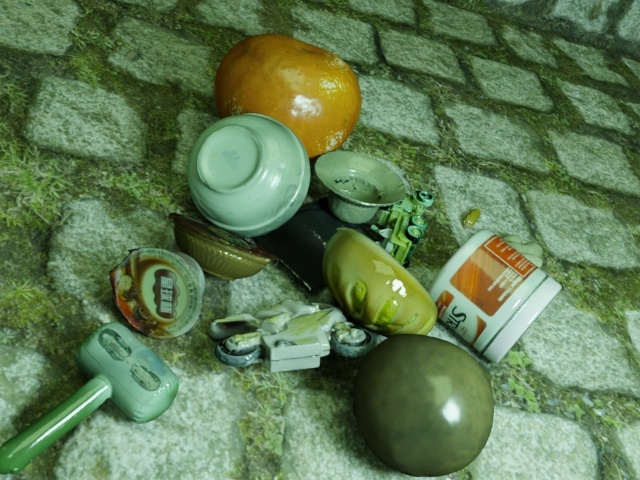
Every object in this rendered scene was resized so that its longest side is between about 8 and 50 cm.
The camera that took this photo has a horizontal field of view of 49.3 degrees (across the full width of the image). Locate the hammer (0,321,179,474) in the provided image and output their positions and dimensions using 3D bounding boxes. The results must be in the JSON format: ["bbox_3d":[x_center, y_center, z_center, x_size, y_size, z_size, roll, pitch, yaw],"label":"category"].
[{"bbox_3d":[-0.432,0.303,1.259,0.206,0.119,0.335,39,50,16],"label":"hammer"}]

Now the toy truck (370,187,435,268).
[{"bbox_3d":[0.219,-0.048,1.907,0.135,0.128,0.259,24,41,6],"label":"toy truck"}]

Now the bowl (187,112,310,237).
[{"bbox_3d":[-0.191,-0.173,1.693,0.307,0.307,0.163,41,2,18],"label":"bowl"}]

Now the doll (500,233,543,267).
[{"bbox_3d":[0.529,0.054,1.970,0.278,0.175,0.149,-18,93,-47],"label":"doll"}]

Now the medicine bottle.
[{"bbox_3d":[0.417,0.133,1.714,0.241,0.253,0.252,40,44,18],"label":"medicine bottle"}]

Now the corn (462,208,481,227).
[{"bbox_3d":[0.458,-0.069,2.108,0.037,0.037,0.092,36,40,13],"label":"corn"}]

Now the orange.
[{"bbox_3d":[-0.093,-0.389,1.963,0.423,0.326,0.424,16,25,-8],"label":"orange"}]

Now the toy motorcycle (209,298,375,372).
[{"bbox_3d":[-0.065,0.197,1.512,0.340,0.108,0.223,-4,25,-13],"label":"toy motorcycle"}]

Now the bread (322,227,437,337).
[{"bbox_3d":[0.125,0.117,1.583,0.333,0.333,0.160,42,88,19],"label":"bread"}]

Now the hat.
[{"bbox_3d":[0.090,-0.121,1.879,0.257,0.130,0.257,12,36,-9],"label":"hat"}]

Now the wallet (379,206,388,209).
[{"bbox_3d":[0.211,-0.142,2.066,0.088,0.026,0.129,9,51,-16],"label":"wallet"}]

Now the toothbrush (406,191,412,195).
[{"bbox_3d":[0.253,-0.151,2.115,0.131,0.013,0.011,31,44,6],"label":"toothbrush"}]

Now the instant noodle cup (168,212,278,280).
[{"bbox_3d":[-0.233,0.028,1.596,0.274,0.091,0.274,24,1,0],"label":"instant noodle cup"}]

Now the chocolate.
[{"bbox_3d":[-0.329,0.097,1.490,0.221,0.221,0.147,26,14,2],"label":"chocolate"}]

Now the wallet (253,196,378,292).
[{"bbox_3d":[0.000,0.000,1.819,0.247,0.041,0.323,42,43,23],"label":"wallet"}]

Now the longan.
[{"bbox_3d":[0.206,0.324,1.411,0.297,0.297,0.297,13,42,-12],"label":"longan"}]
